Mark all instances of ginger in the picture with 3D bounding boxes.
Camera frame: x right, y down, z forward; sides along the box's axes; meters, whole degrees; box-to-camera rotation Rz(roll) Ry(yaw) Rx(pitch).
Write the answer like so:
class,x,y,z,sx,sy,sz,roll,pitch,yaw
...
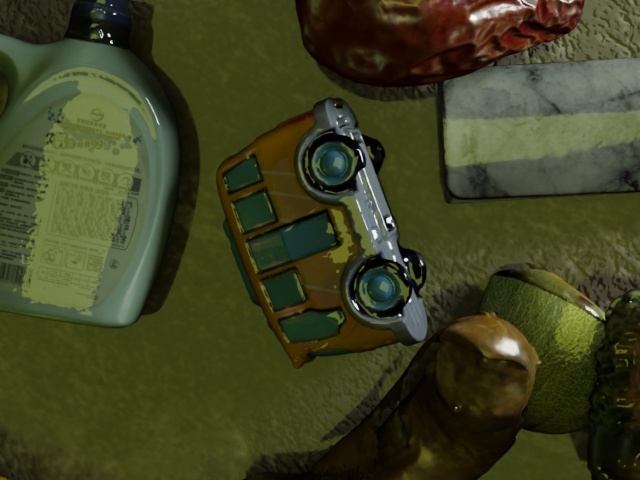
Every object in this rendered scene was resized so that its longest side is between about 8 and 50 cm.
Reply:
class,x,y,z,sx,sy,sz,roll,pitch,yaw
ginger,0.067,0.169,1.073,0.133,0.107,0.309,20,124,-37

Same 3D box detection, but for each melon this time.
class,x,y,z,sx,sy,sz,roll,pitch,yaw
melon,0.196,0.103,1.098,0.160,0.079,0.128,30,92,1

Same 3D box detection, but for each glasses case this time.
class,x,y,z,sx,sy,sz,roll,pitch,yaw
glasses case,0.248,-0.094,1.096,0.299,0.060,0.114,-4,92,3

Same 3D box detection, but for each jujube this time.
class,x,y,z,sx,sy,sz,roll,pitch,yaw
jujube,0.096,-0.198,1.056,0.237,0.168,0.168,-1,92,-13

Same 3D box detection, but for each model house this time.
class,x,y,z,sx,sy,sz,roll,pitch,yaw
model house,0.314,0.152,1.017,0.167,0.172,0.182,1,113,-21

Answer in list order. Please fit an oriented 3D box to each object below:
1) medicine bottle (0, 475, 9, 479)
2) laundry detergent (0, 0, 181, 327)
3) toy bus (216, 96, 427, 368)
class,x,y,z,sx,sy,sz,roll,pitch,yaw
medicine bottle,-0.217,0.313,1.140,0.260,0.064,0.095,45,111,-3
laundry detergent,-0.220,-0.079,1.102,0.215,0.105,0.280,9,95,5
toy bus,0.000,0.000,1.085,0.136,0.126,0.209,-21,92,12
